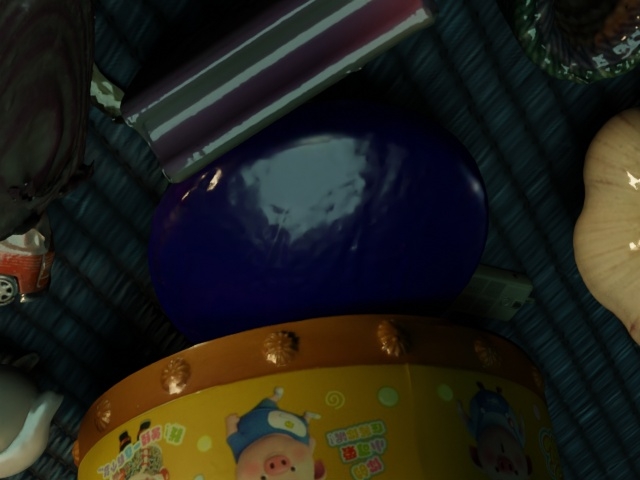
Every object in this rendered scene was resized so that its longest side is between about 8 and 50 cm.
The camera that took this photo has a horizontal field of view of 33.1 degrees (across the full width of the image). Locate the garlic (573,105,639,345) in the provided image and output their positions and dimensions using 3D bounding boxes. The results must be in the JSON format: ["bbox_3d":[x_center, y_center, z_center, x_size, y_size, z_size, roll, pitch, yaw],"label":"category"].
[{"bbox_3d":[0.341,-0.014,0.868,0.245,0.245,0.253,-44,158,24],"label":"garlic"}]

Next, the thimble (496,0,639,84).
[{"bbox_3d":[0.176,-0.182,0.727,0.118,0.090,0.135,-18,133,1],"label":"thimble"}]

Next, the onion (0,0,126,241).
[{"bbox_3d":[-0.251,-0.106,0.599,0.256,0.272,0.230,-10,117,-3],"label":"onion"}]

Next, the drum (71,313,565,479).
[{"bbox_3d":[0.002,0.245,0.910,0.431,0.214,0.431,-7,151,-4],"label":"drum"}]

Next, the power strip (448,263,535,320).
[{"bbox_3d":[0.138,0.043,0.971,0.136,0.019,0.051,14,125,-25],"label":"power strip"}]

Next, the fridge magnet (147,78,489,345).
[{"bbox_3d":[0.000,0.000,0.830,0.265,0.112,0.265,-7,132,-8],"label":"fridge magnet"}]

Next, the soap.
[{"bbox_3d":[-0.027,-0.128,0.696,0.203,0.122,0.065,-32,110,11],"label":"soap"}]

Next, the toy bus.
[{"bbox_3d":[-0.277,-0.008,0.777,0.174,0.079,0.077,9,119,-22],"label":"toy bus"}]

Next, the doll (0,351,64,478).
[{"bbox_3d":[-0.328,0.094,0.791,0.099,0.188,0.384,-44,145,4],"label":"doll"}]
